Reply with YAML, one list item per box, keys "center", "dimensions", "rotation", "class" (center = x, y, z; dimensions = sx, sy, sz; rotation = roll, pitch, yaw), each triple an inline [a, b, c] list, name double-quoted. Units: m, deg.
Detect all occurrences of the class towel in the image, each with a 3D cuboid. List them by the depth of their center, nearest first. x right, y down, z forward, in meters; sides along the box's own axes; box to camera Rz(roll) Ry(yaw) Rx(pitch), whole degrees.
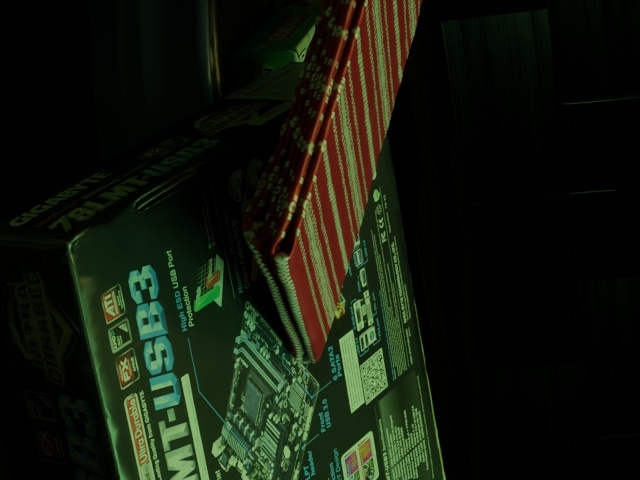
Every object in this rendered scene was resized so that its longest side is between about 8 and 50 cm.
- center: [0.017, -0.088, 0.905]
  dimensions: [0.199, 0.031, 0.275]
  rotation: [74, 30, -70]
  class: "towel"

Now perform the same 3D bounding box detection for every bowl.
- center: [-0.068, -0.093, 1.222]
  dimensions: [0.391, 0.077, 0.391]
  rotation: [-5, 90, -79]
  class: "bowl"

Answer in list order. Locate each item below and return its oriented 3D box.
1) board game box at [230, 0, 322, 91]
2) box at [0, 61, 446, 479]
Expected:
- center: [0.000, 0.000, 1.206]
  dimensions: [0.213, 0.046, 0.317]
  rotation: [-63, 147, -69]
  class: "board game box"
- center: [-0.045, 0.079, 0.973]
  dimensions: [0.293, 0.073, 0.296]
  rotation: [-35, 121, -48]
  class: "box"
